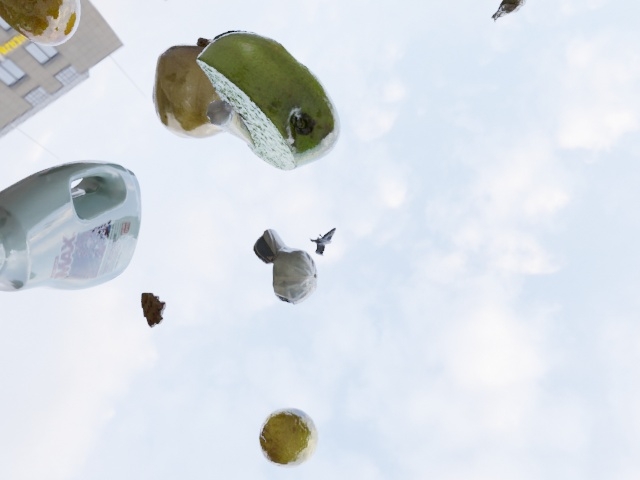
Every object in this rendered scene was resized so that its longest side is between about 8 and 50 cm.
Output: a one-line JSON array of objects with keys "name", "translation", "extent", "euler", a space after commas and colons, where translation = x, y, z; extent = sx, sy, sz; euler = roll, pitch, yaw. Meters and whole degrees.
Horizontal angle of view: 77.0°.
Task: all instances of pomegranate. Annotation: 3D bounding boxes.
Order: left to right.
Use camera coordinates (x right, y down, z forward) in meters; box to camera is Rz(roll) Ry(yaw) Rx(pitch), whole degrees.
[{"name": "pomegranate", "translation": [-0.398, -0.493, 1.314], "extent": [0.332, 0.332, 0.333], "euler": [-5, -115, 11]}]

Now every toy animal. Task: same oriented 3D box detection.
[{"name": "toy animal", "translation": [0.000, 0.000, 0.856], "extent": [0.050, 0.084, 0.028], "euler": [20, -142, -4]}]

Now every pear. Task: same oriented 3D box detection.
[{"name": "pear", "translation": [-0.070, -0.261, 0.781], "extent": [0.159, 0.292, 0.292], "euler": [-43, -116, -9]}]

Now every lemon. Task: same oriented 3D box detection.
[{"name": "lemon", "translation": [-0.099, 0.603, 1.232], "extent": [0.170, 0.207, 0.170], "euler": [-18, -119, 36]}]

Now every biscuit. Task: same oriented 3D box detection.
[{"name": "biscuit", "translation": [-0.547, 0.217, 1.298], "extent": [0.130, 0.019, 0.119], "euler": [45, -68, 25]}]

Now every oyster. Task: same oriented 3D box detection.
[{"name": "oyster", "translation": [0.353, -0.425, 0.744], "extent": [0.038, 0.081, 0.083], "euler": [26, -126, -14]}]

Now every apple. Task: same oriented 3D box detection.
[{"name": "apple", "translation": [-0.629, -0.537, 0.888], "extent": [0.155, 0.182, 0.182], "euler": [-43, -117, 12]}]

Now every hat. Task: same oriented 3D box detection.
[{"name": "hat", "translation": [-0.106, 0.077, 1.340], "extent": [0.161, 0.232, 0.275], "euler": [-27, -125, -4]}]

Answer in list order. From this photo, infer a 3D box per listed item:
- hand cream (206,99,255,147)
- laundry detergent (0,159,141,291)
[{"name": "hand cream", "translation": [-0.139, -0.191, 0.659], "extent": [0.039, 0.143, 0.061], "euler": [-31, -91, 9]}, {"name": "laundry detergent", "translation": [-0.472, -0.020, 0.702], "extent": [0.124, 0.398, 0.264], "euler": [19, -82, 3]}]
